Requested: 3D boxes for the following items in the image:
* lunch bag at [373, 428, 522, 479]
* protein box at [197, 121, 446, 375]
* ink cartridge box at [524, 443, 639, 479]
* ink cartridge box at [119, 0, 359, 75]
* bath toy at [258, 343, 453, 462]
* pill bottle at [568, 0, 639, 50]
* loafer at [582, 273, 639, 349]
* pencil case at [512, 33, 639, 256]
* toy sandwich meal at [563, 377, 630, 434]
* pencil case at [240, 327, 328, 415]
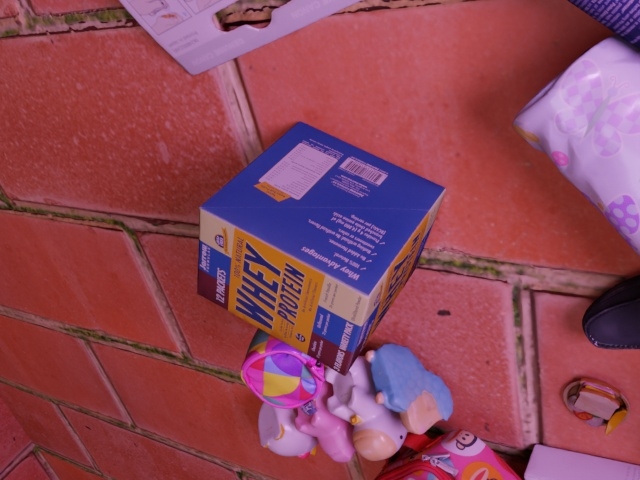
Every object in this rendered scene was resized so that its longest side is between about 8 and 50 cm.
[{"bbox_3d":[0.191,0.393,0.960,0.258,0.120,0.293,50,150,13],"label":"lunch bag"},{"bbox_3d":[0.000,0.000,0.730,0.200,0.201,0.135,27,137,15],"label":"protein box"},{"bbox_3d":[0.442,0.368,0.825,0.333,0.065,0.165,4,127,35],"label":"ink cartridge box"},{"bbox_3d":[-0.144,-0.372,0.637,0.308,0.091,0.385,-9,135,40],"label":"ink cartridge box"},{"bbox_3d":[0.037,0.271,1.001,0.129,0.151,0.348,11,151,-35],"label":"bath toy"},{"bbox_3d":[0.234,-0.204,0.446,0.219,0.123,0.122,37,138,4],"label":"pill bottle"},{"bbox_3d":[0.353,0.068,0.623,0.076,0.078,0.223,51,137,-11],"label":"loafer"},{"bbox_3d":[0.280,-0.038,0.517,0.273,0.114,0.124,50,136,11],"label":"pencil case"},{"bbox_3d":[0.335,0.202,0.787,0.086,0.029,0.085,20,134,22],"label":"toy sandwich meal"},{"bbox_3d":[-0.022,0.106,0.815,0.105,0.236,0.104,4,122,7],"label":"pencil case"}]
